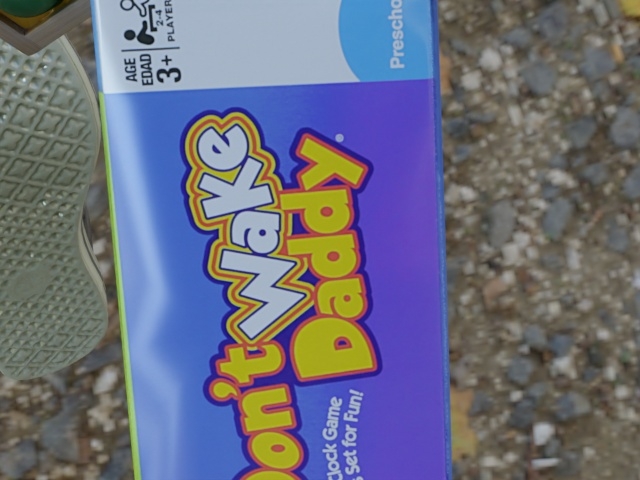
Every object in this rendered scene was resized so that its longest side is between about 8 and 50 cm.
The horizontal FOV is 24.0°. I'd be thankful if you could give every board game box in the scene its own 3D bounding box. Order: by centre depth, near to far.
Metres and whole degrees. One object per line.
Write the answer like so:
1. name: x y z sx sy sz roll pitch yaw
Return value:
1. board game box: 0.000 0.000 0.521 0.078 0.347 0.233 -2 105 3

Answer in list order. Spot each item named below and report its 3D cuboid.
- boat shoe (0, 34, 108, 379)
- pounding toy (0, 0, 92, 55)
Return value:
1. boat shoe: -0.291 -0.055 1.353 0.186 0.500 0.156 -22 60 -15
2. pounding toy: -0.150 -0.196 0.669 0.206 0.181 0.094 34 49 -34
